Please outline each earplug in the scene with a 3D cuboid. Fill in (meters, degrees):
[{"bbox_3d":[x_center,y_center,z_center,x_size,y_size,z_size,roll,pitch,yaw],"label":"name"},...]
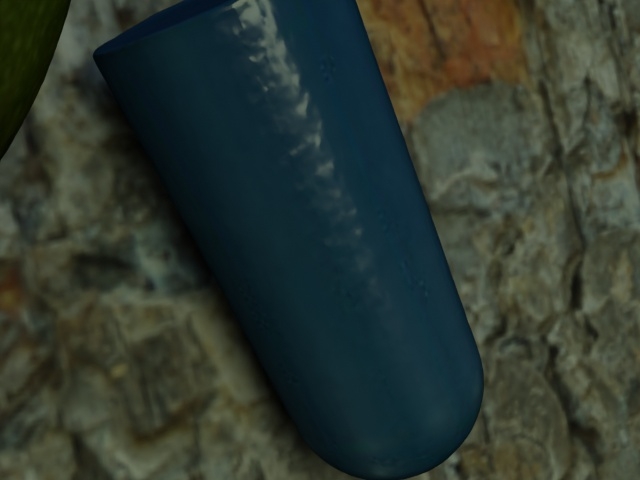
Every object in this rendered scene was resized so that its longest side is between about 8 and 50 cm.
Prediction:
[{"bbox_3d":[0.000,0.000,0.779,0.132,0.132,0.273,-31,106,-28],"label":"earplug"}]

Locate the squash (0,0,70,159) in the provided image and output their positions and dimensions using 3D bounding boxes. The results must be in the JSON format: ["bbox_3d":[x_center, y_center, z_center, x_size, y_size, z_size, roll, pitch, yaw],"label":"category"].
[{"bbox_3d":[-0.211,-0.115,0.565,0.310,0.310,0.309,-2,89,-30],"label":"squash"}]
